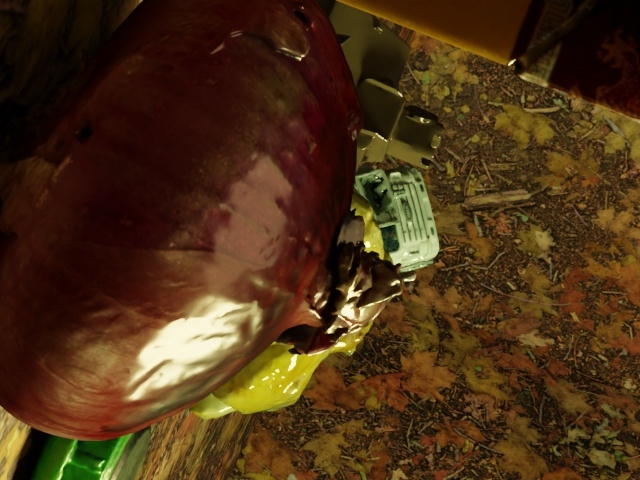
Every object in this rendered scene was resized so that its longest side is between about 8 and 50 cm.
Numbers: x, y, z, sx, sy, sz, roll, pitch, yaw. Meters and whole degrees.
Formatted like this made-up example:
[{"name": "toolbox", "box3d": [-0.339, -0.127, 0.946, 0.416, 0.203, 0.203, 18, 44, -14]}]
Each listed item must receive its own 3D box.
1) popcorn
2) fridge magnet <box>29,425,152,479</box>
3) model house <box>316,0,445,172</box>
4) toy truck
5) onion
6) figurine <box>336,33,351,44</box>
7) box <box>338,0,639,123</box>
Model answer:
[{"name": "popcorn", "box3d": [-0.055, 0.044, 1.362, 0.276, 0.276, 0.225, -62, 141, -49]}, {"name": "fridge magnet", "box3d": [-0.230, 0.219, 1.377, 0.208, 0.088, 0.208, 22, 90, -85]}, {"name": "model house", "box3d": [0.014, -0.135, 1.527, 0.204, 0.243, 0.211, 98, 14, -69]}, {"name": "toy truck", "box3d": [0.000, 0.000, 1.729, 0.184, 0.133, 0.338, -9, 172, -41]}, {"name": "onion", "box3d": [-0.076, -0.010, 0.939, 0.347, 0.285, 0.347, -61, -176, 8]}, {"name": "figurine", "box3d": [-0.061, -0.196, 1.233, 0.192, 0.126, 0.147, 109, -35, -44]}, {"name": "box", "box3d": [0.065, -0.203, 0.765, 0.264, 0.415, 0.115, -57, 169, -65]}]
